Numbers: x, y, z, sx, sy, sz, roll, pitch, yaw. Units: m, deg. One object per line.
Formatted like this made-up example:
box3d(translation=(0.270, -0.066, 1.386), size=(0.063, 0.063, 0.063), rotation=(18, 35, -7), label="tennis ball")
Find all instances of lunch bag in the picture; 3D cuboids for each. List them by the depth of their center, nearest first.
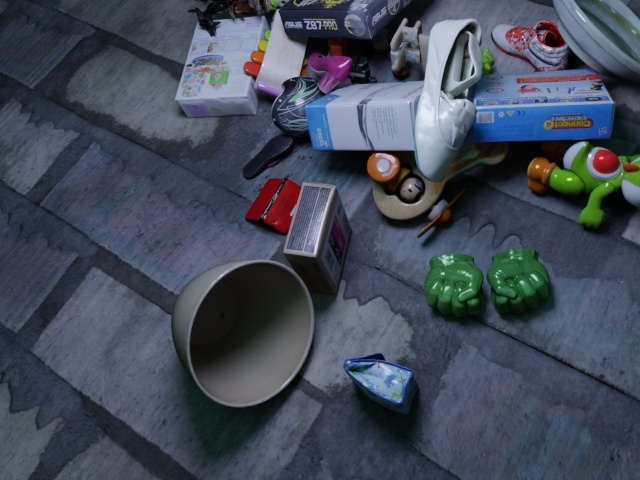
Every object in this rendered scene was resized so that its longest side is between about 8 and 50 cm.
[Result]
box3d(translation=(0.131, 0.310, 1.328), size=(0.151, 0.129, 0.096), rotation=(14, 66, 23), label="lunch bag")

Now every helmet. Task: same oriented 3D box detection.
box3d(translation=(-0.052, -0.374, 1.716), size=(0.170, 0.169, 0.161), rotation=(-6, 44, 12), label="helmet")

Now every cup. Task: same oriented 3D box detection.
box3d(translation=(-0.216, 0.190, 1.406), size=(0.237, 0.331, 0.331), rotation=(12, 64, 49), label="cup")

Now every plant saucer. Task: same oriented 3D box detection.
box3d(translation=(0.720, -0.532, 1.547), size=(0.401, 0.100, 0.400), rotation=(20, 49, -24), label="plant saucer")

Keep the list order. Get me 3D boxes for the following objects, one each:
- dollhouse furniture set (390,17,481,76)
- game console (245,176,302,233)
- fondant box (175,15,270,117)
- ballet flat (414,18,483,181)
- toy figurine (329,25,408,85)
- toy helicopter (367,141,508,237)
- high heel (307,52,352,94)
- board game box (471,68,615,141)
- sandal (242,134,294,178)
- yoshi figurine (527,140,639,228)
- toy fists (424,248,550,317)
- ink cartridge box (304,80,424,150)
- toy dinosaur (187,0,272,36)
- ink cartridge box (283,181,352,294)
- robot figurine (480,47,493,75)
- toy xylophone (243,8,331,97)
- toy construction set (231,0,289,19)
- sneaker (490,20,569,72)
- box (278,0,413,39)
box3d(translation=(0.298, -0.435, 1.608), size=(0.212, 0.242, 0.161), rotation=(21, 70, 24), label="dollhouse furniture set")
box3d(translation=(-0.120, -0.097, 1.675), size=(0.124, 0.085, 0.144), rotation=(31, 72, -6), label="game console")
box3d(translation=(-0.300, -0.552, 1.915), size=(0.238, 0.096, 0.330), rotation=(1, 62, 15), label="fondant box")
box3d(translation=(0.301, -0.335, 1.382), size=(0.139, 0.139, 0.400), rotation=(5, 77, 17), label="ballet flat")
box3d(translation=(0.145, -0.537, 1.766), size=(0.210, 0.148, 0.213), rotation=(-28, 57, -7), label="toy figurine")
box3d(translation=(0.306, -0.156, 1.516), size=(0.355, 0.140, 0.235), rotation=(-24, 77, 12), label="toy helicopter")
box3d(translation=(0.030, -0.507, 1.709), size=(0.117, 0.082, 0.244), rotation=(-45, 26, 22), label="high heel")
box3d(translation=(0.536, -0.339, 1.496), size=(0.308, 0.086, 0.302), rotation=(1, 29, 16), label="board game box")
box3d(translation=(-0.149, -0.241, 1.749), size=(0.179, 0.040, 0.067), rotation=(-39, 54, 10), label="sandal")
box3d(translation=(0.693, -0.133, 1.417), size=(0.362, 0.203, 0.203), rotation=(22, 30, 39), label="yoshi figurine")
box3d(translation=(0.381, 0.100, 1.391), size=(0.279, 0.096, 0.142), rotation=(-5, 63, 11), label="toy fists")
box3d(translation=(0.152, -0.324, 1.561), size=(0.308, 0.129, 0.223), rotation=(7, 29, 35), label="ink cartridge box")
box3d(translation=(-0.304, -0.777, 1.908), size=(0.322, 0.164, 0.218), rotation=(25, 61, 41), label="toy dinosaur")
box3d(translation=(0.000, 0.000, 1.465), size=(0.088, 0.234, 0.193), rotation=(8, 66, 18), label="ink cartridge box")
box3d(translation=(0.439, -0.502, 1.706), size=(0.101, 0.067, 0.115), rotation=(-33, 59, 6), label="robot figurine")
box3d(translation=(-0.085, -0.570, 1.852), size=(0.236, 0.081, 0.322), rotation=(25, 60, -10), label="toy xylophone")
box3d(translation=(-0.184, -0.854, 2.009), size=(0.215, 0.151, 0.327), rotation=(11, 72, -7), label="toy construction set")
box3d(translation=(0.576, -0.558, 1.654), size=(0.090, 0.145, 0.270), rotation=(-34, 60, -4), label="sneaker")
box3d(translation=(0.117, -0.725, 1.767), size=(0.318, 0.097, 0.395), rotation=(19, 54, 35), label="box")
